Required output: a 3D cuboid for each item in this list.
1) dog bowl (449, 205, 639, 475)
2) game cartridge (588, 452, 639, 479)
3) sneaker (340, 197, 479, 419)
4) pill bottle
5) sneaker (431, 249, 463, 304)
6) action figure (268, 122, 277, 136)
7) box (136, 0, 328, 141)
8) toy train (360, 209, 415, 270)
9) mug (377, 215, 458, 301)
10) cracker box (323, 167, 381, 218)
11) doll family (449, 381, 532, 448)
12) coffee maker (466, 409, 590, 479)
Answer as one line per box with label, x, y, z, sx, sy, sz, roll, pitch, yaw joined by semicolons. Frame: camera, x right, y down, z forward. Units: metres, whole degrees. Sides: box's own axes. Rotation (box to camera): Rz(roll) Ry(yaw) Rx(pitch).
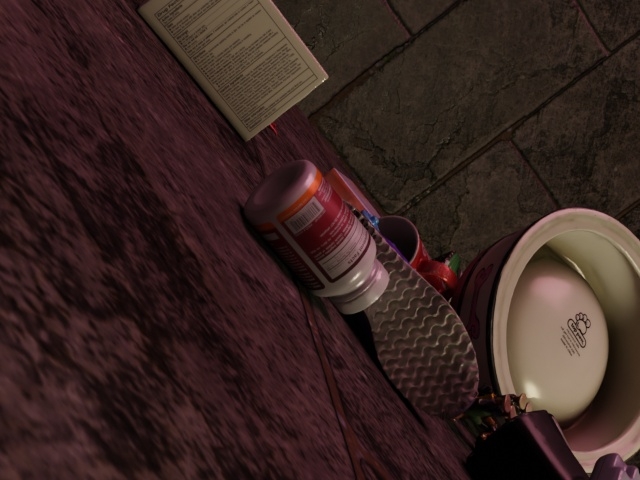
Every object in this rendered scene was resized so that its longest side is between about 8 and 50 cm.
dog bowl;0.370;0.157;1.551;0.408;0.408;0.150;51;-29;-17
game cartridge;0.338;0.387;0.986;0.294;0.060;0.196;56;37;-10
sneaker;0.087;0.072;1.135;0.293;0.102;0.146;54;6;14
pill bottle;0.000;0.000;0.982;0.152;0.086;0.086;51;7;-24
sneaker;0.219;0.121;1.803;0.146;0.134;0.343;59;15;-8
action figure;-0.089;-0.241;1.642;0.139;0.091;0.280;44;9;-13
box;-0.120;-0.278;1.354;0.232;0.149;0.127;51;6;-18
toy train;0.072;0.038;1.351;0.184;0.080;0.105;53;15;-15
mug;0.136;0.064;1.505;0.150;0.113;0.169;49;-2;41
cracker box;0.063;-0.035;1.698;0.155;0.067;0.232;53;5;8
doll family;0.233;0.248;1.301;0.193;0.111;0.076;56;42;-27
coffee maker;0.258;0.286;1.108;0.178;0.120;0.171;55;8;28
